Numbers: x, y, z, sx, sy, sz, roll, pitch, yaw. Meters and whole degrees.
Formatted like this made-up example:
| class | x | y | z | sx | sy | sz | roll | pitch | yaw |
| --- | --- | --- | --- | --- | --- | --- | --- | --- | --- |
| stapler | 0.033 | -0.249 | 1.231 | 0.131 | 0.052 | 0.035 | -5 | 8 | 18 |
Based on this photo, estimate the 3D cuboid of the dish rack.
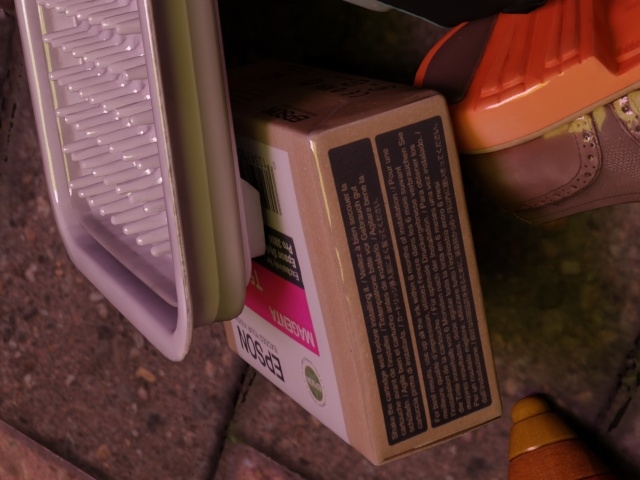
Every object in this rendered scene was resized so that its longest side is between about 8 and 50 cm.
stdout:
| class | x | y | z | sx | sy | sz | roll | pitch | yaw |
| --- | --- | --- | --- | --- | --- | --- | --- | --- | --- |
| dish rack | -0.113 | -0.121 | 0.724 | 0.285 | 0.072 | 0.333 | 29 | 128 | 59 |

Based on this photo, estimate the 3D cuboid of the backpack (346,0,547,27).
| class | x | y | z | sx | sy | sz | roll | pitch | yaw |
| --- | --- | --- | --- | --- | --- | --- | --- | --- | --- |
| backpack | 0.042 | -0.213 | 0.649 | 0.144 | 0.166 | 0.188 | -5 | 86 | 38 |

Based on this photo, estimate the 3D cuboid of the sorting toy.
| class | x | y | z | sx | sy | sz | roll | pitch | yaw |
| --- | --- | --- | --- | --- | --- | --- | --- | --- | --- |
| sorting toy | 0.243 | 0.107 | 0.755 | 0.365 | 0.127 | 0.126 | -32 | 65 | 33 |

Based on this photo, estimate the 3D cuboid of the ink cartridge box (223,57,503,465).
| class | x | y | z | sx | sy | sz | roll | pitch | yaw |
| --- | --- | --- | --- | --- | --- | --- | --- | --- | --- |
| ink cartridge box | 0.000 | 0.000 | 0.754 | 0.234 | 0.088 | 0.193 | 25 | 130 | 62 |

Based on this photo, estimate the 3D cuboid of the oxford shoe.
| class | x | y | z | sx | sy | sz | roll | pitch | yaw |
| --- | --- | --- | --- | --- | --- | --- | --- | --- | --- |
| oxford shoe | 0.234 | -0.101 | 0.651 | 0.363 | 0.130 | 0.133 | -15 | 130 | 33 |
